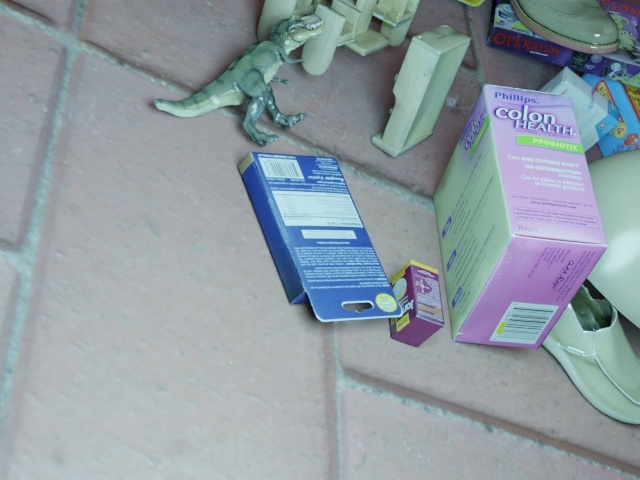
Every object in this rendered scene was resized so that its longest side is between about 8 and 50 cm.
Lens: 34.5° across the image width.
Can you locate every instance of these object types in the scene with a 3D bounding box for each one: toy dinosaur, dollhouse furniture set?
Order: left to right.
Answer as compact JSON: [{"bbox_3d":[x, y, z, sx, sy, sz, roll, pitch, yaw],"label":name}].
[{"bbox_3d":[-0.079,-0.178,1.252,0.268,0.064,0.118,-41,101,-36],"label":"toy dinosaur"},{"bbox_3d":[0.057,-0.253,1.416,0.242,0.161,0.212,33,35,19],"label":"dollhouse furniture set"}]

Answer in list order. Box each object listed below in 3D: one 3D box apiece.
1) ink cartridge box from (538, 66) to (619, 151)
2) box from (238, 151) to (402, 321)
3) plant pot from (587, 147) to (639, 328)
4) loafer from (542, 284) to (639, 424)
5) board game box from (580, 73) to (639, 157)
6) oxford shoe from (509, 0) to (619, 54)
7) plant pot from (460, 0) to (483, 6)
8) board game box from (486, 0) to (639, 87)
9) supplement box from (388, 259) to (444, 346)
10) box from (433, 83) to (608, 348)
[{"bbox_3d":[0.421,-0.216,1.710,0.122,0.088,0.052,34,41,-15],"label":"ink cartridge box"},{"bbox_3d":[0.000,0.000,1.194,0.136,0.036,0.225,1,56,-41],"label":"box"},{"bbox_3d":[0.469,-0.021,1.447,0.284,0.191,0.284,39,21,-18],"label":"plant pot"},{"bbox_3d":[0.365,0.135,1.362,0.268,0.092,0.102,43,39,-5],"label":"loafer"},{"bbox_3d":[0.628,-0.155,1.846,0.302,0.086,0.308,11,51,-36],"label":"board game box"},{"bbox_3d":[0.386,-0.444,1.740,0.123,0.130,0.348,-18,52,-29],"label":"oxford shoe"},{"bbox_3d":[0.214,-0.557,1.738,0.212,0.212,0.187,12,37,-35],"label":"plant pot"},{"bbox_3d":[0.471,-0.368,1.813,0.347,0.056,0.208,15,40,0],"label":"board game box"},{"bbox_3d":[0.111,0.074,1.217,0.043,0.055,0.083,21,45,-26],"label":"supplement box"},{"bbox_3d":[0.236,-0.027,1.268,0.117,0.213,0.243,6,50,-11],"label":"box"}]
